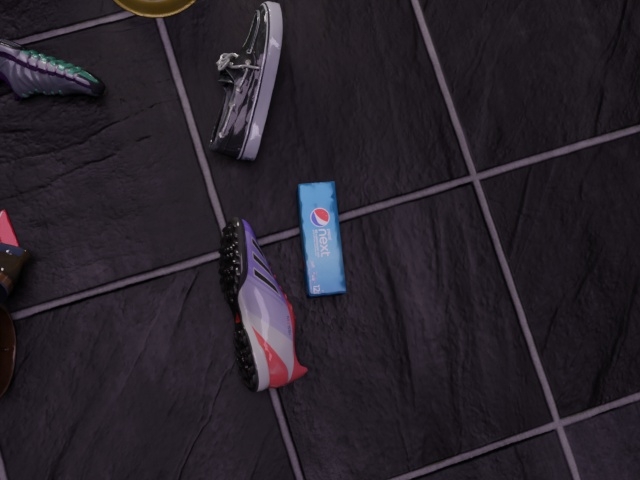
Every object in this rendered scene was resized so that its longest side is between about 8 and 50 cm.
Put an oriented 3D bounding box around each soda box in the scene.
[{"bbox_3d":[0.000,0.000,1.481,0.071,0.067,0.210,-5,83,-7],"label":"soda box"}]

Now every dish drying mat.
[{"bbox_3d":[-0.579,-0.013,1.456,0.032,0.008,0.083,-21,85,-9],"label":"dish drying mat"}]

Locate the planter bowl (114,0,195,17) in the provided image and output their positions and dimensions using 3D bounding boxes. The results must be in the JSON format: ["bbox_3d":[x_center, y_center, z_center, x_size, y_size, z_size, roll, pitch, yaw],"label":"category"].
[{"bbox_3d":[-0.320,-0.546,1.511,0.217,0.090,0.217,1,82,-6],"label":"planter bowl"}]

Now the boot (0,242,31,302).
[{"bbox_3d":[-0.626,0.057,1.420,0.219,0.106,0.082,3,127,15],"label":"boot"}]

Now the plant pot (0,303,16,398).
[{"bbox_3d":[-0.633,0.193,1.355,0.165,0.167,0.167,-1,83,2],"label":"plant pot"}]

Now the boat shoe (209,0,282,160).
[{"bbox_3d":[-0.146,-0.306,1.485,0.104,0.113,0.307,12,91,-18],"label":"boat shoe"}]

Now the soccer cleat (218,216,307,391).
[{"bbox_3d":[-0.108,0.111,1.450,0.116,0.108,0.318,-7,81,-27],"label":"soccer cleat"}]

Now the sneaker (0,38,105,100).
[{"bbox_3d":[-0.515,-0.294,1.478,0.223,0.083,0.098,22,104,0],"label":"sneaker"}]
